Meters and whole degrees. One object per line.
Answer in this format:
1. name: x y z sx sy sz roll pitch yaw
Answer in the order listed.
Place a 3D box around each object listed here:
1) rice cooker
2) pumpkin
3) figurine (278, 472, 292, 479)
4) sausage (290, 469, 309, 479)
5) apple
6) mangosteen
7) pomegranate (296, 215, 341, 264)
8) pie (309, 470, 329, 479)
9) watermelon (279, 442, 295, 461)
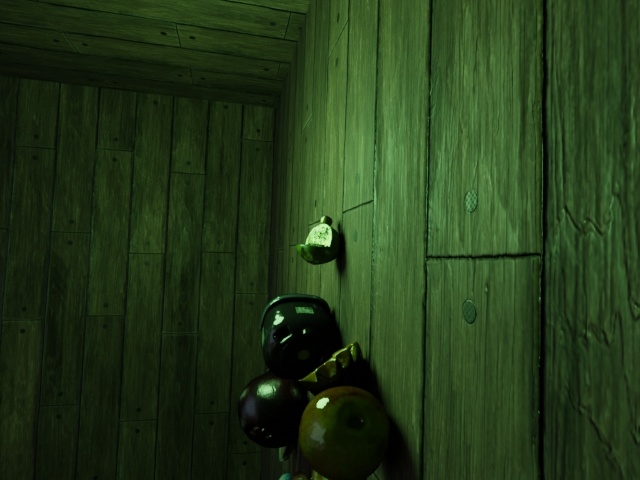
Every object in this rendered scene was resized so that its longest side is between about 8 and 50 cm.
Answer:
1. rice cooker: -0.074 0.312 1.335 0.224 0.266 0.268 -117 32 -63
2. pumpkin: 0.068 0.349 1.018 0.149 0.130 0.254 64 -162 11
3. figurine: -0.167 1.192 1.983 0.114 0.079 0.114 -41 23 22
4. sausage: -0.083 1.051 1.580 0.086 0.086 0.289 176 98 -77
5. apple: 0.053 0.406 0.862 0.196 0.195 0.196 -177 90 -77
6. mangosteen: -0.176 0.668 1.679 0.347 0.306 0.307 -57 -18 -54
7. pomegranate: 0.007 0.011 1.334 0.143 0.122 0.169 -19 28 47
8. pie: 0.049 0.671 1.082 0.315 0.092 0.316 -173 90 -75
9. watermelon: -0.144 0.948 1.929 0.139 0.070 0.187 122 157 -53
